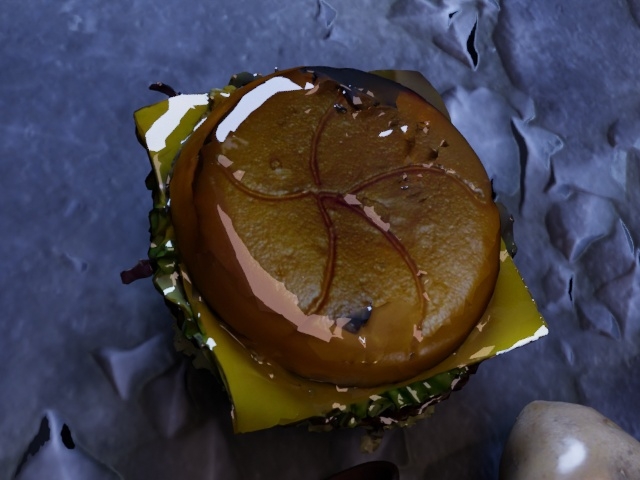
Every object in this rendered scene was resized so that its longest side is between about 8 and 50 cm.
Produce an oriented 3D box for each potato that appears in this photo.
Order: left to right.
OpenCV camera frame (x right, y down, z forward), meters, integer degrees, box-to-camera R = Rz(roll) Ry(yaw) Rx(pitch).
[{"bbox_3d":[0.167,0.175,0.505,0.112,0.112,0.147,2,77,-18],"label":"potato"}]

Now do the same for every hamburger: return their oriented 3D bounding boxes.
[{"bbox_3d":[0.000,0.000,0.496,0.243,0.139,0.262,-9,73,-24],"label":"hamburger"}]

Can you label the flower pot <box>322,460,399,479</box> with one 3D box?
[{"bbox_3d":[0.019,0.195,0.452,0.111,0.111,0.089,-32,93,-27],"label":"flower pot"}]
